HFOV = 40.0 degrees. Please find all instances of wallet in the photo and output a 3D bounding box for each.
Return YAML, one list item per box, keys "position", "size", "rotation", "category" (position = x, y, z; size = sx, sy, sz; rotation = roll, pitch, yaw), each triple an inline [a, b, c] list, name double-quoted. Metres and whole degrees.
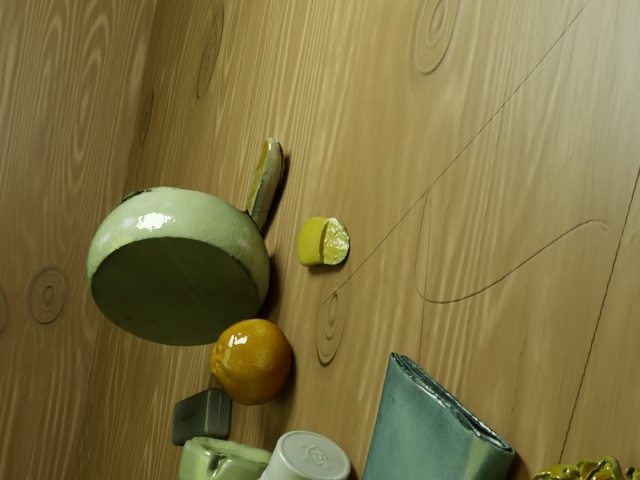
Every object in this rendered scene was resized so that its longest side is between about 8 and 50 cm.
- position: [0.119, 0.304, 1.095]
  size: [0.290, 0.054, 0.251]
  rotation: [-145, 69, -65]
  category: "wallet"

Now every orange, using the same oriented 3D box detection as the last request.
- position: [-0.127, 0.217, 1.574]
  size: [0.159, 0.136, 0.159]
  rotation: [-36, 48, 53]
  category: "orange"

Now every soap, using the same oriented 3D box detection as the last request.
- position: [0.000, 0.000, 1.508]
  size: [0.168, 0.033, 0.089]
  rotation: [-10, 74, 64]
  category: "soap"

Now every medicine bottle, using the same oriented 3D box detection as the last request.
- position: [-0.047, 0.412, 1.315]
  size: [0.237, 0.139, 0.139]
  rotation: [-67, 27, 21]
  category: "medicine bottle"

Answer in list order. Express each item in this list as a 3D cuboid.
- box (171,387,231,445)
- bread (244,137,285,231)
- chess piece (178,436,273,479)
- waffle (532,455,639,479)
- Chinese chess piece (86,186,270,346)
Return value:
- position: [-0.259, 0.384, 1.896]
  size: [0.244, 0.055, 0.103]
  rotation: [147, 130, -59]
  category: "box"
- position: [-0.111, -0.102, 1.774]
  size: [0.073, 0.053, 0.214]
  rotation: [-115, 40, -59]
  category: "bread"
- position: [-0.199, 0.571, 1.504]
  size: [0.234, 0.234, 0.442]
  rotation: [0, 77, 66]
  category: "chess piece"
- position: [0.243, 0.358, 0.780]
  size: [0.302, 0.068, 0.325]
  rotation: [-52, 35, 46]
  category: "waffle"
- position: [-0.271, 0.055, 1.699]
  size: [0.146, 0.349, 0.349]
  rotation: [-90, 25, -43]
  category: "Chinese chess piece"
